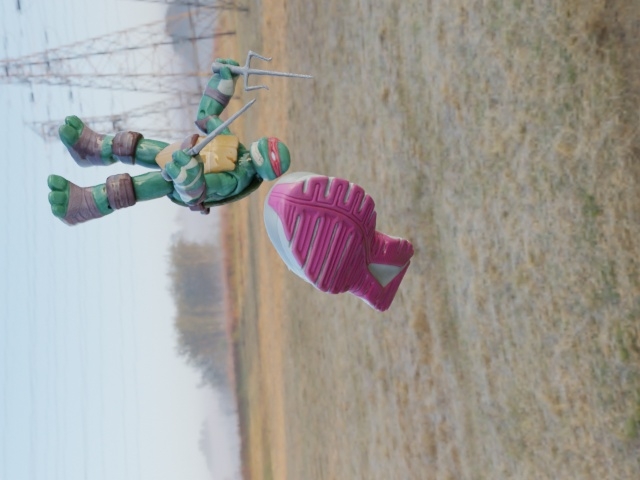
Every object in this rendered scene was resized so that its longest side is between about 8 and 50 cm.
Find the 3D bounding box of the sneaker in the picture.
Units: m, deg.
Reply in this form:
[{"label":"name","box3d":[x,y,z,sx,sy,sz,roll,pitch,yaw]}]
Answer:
[{"label":"sneaker","box3d":[0.000,0.000,0.738,0.103,0.111,0.252,-63,-30,-9]}]

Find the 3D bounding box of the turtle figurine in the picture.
[{"label":"turtle figurine","box3d":[-0.115,-0.078,0.659,0.175,0.234,0.118,-92,-8,-56]}]
